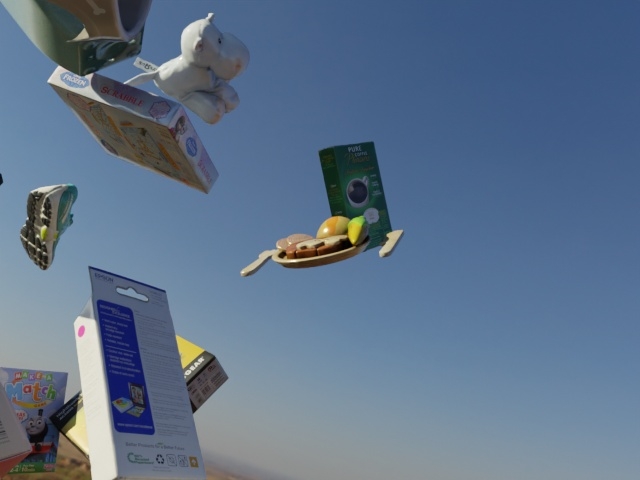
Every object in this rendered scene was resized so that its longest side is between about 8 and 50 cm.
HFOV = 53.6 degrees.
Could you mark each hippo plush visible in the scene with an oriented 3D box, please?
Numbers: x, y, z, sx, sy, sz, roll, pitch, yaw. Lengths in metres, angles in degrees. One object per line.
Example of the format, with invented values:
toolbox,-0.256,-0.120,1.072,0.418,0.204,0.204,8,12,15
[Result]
hippo plush,-0.310,-0.481,1.660,0.294,0.234,0.236,25,-48,-20

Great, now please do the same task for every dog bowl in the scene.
dog bowl,-0.320,-0.469,0.967,0.102,0.349,0.349,10,-20,-6

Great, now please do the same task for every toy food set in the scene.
toy food set,0.000,0.000,0.777,0.192,0.038,0.132,-9,11,15

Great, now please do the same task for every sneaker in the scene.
sneaker,-0.659,-0.029,1.562,0.107,0.110,0.275,43,-52,10

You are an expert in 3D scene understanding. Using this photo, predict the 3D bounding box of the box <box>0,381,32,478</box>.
box,-0.631,0.367,1.070,0.148,0.232,0.127,55,18,17

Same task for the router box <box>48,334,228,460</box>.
router box,-0.389,0.339,1.361,0.243,0.309,0.081,14,-42,43

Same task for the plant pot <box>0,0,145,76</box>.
plant pot,-0.491,-0.493,1.298,0.252,0.247,0.248,59,-24,2

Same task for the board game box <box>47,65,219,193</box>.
board game box,-0.426,-0.256,1.492,0.318,0.066,0.318,22,-18,14

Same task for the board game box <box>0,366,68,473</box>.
board game box,-0.627,0.379,1.334,0.039,0.211,0.160,-11,-20,37

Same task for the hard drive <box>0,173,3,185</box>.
hard drive,-0.592,-0.085,1.038,0.135,0.022,0.094,-6,8,45

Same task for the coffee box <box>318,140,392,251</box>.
coffee box,0.063,-0.074,1.085,0.040,0.184,0.113,-8,7,45

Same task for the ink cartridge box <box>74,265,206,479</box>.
ink cartridge box,-0.303,0.224,1.039,0.069,0.371,0.176,-35,-36,22
